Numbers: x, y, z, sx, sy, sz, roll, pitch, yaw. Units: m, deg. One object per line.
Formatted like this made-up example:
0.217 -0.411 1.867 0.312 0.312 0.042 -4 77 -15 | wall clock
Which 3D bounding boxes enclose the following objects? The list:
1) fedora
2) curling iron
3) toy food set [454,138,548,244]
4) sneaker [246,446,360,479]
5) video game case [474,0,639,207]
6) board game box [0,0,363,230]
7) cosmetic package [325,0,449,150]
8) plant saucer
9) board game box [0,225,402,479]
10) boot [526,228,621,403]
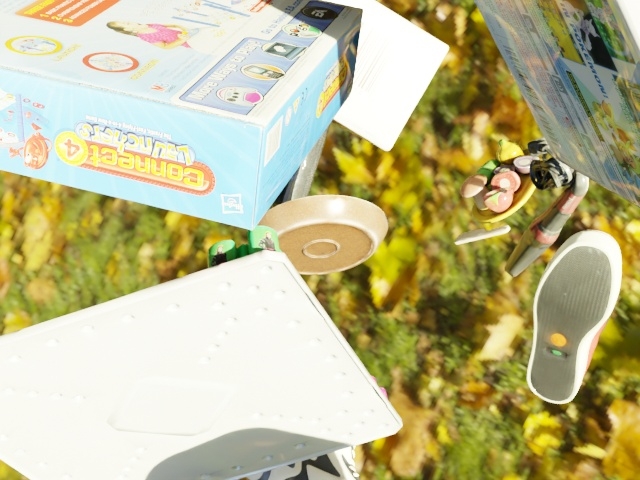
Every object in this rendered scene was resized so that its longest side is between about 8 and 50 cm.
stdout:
-0.082 -0.157 2.236 0.334 0.152 0.334 -162 90 -87 | fedora
0.216 -0.024 1.178 0.035 0.274 0.068 -20 68 -9 | curling iron
0.297 -0.100 2.026 0.128 0.071 0.218 -8 41 51 | toy food set
0.021 0.310 1.564 0.094 0.235 0.153 -44 77 27 | sneaker
0.169 -0.163 0.836 0.036 0.329 0.300 -32 21 -2 | video game case
-0.147 -0.142 0.999 0.301 0.308 0.086 13 119 11 | board game box
-0.001 -0.272 1.716 0.161 0.230 0.453 -60 12 5 | cosmetic package
0.000 0.000 1.446 0.168 0.168 0.029 -26 56 31 | plant saucer
-0.154 0.152 1.226 0.390 0.390 0.050 -18 53 11 | board game box
0.321 0.056 1.452 0.088 0.244 0.176 22 42 17 | boot
